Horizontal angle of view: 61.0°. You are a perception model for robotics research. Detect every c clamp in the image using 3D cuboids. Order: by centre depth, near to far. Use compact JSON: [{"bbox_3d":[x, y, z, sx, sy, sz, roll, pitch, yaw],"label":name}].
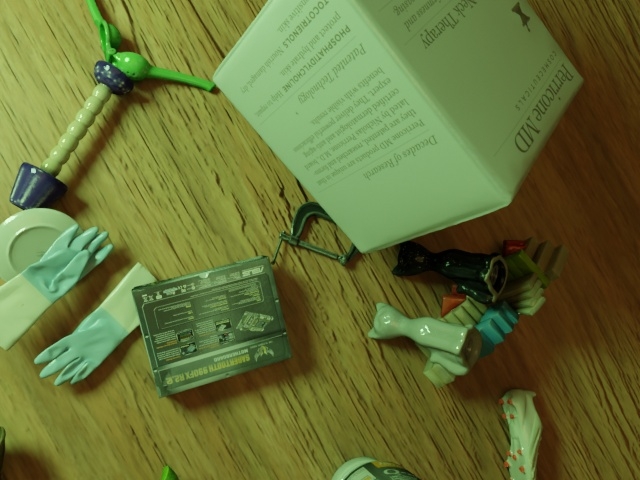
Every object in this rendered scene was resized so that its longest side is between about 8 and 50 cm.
[{"bbox_3d":[0.000,0.000,1.011,0.161,0.022,0.137,15,74,-10],"label":"c clamp"}]

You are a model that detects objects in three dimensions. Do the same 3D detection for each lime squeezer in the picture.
[{"bbox_3d":[-0.336,-0.350,0.950,0.310,0.059,0.110,41,76,-5],"label":"lime squeezer"}]

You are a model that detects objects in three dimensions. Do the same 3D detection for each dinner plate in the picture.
[{"bbox_3d":[-0.445,0.019,0.865,0.141,0.017,0.141,-10,111,-26],"label":"dinner plate"}]

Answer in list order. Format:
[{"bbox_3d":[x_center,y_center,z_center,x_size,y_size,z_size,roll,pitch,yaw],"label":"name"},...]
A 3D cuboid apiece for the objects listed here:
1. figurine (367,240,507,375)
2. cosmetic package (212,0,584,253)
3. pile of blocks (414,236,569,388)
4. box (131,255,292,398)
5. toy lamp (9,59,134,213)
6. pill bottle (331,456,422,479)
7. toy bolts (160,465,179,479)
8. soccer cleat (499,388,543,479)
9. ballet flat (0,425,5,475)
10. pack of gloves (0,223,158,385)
[{"bbox_3d":[0.195,0.106,0.968,0.092,0.210,0.214,37,72,-47],"label":"figurine"},{"bbox_3d":[0.119,-0.251,0.856,0.393,0.327,0.329,48,57,-12],"label":"cosmetic package"},{"bbox_3d":[0.308,0.106,1.006,0.362,0.149,0.112,-44,95,-15],"label":"pile of blocks"},{"bbox_3d":[-0.179,0.139,0.915,0.231,0.056,0.183,-15,96,-15],"label":"box"},{"bbox_3d":[-0.411,-0.166,0.898,0.080,0.080,0.274,32,75,-8],"label":"toy lamp"},{"bbox_3d":[0.109,0.439,0.846,0.162,0.278,0.162,2,83,-14],"label":"pill bottle"},{"bbox_3d":[-0.242,0.501,0.804,0.158,0.218,0.228,40,94,-13],"label":"toy bolts"},{"bbox_3d":[0.394,0.384,1.037,0.076,0.068,0.196,-1,80,-17],"label":"soccer cleat"},{"bbox_3d":[-0.560,0.422,0.777,0.342,0.116,0.124,-45,115,-15],"label":"ballet flat"},{"bbox_3d":[-0.397,0.101,0.879,0.232,0.046,0.195,-47,109,-22],"label":"pack of gloves"}]
